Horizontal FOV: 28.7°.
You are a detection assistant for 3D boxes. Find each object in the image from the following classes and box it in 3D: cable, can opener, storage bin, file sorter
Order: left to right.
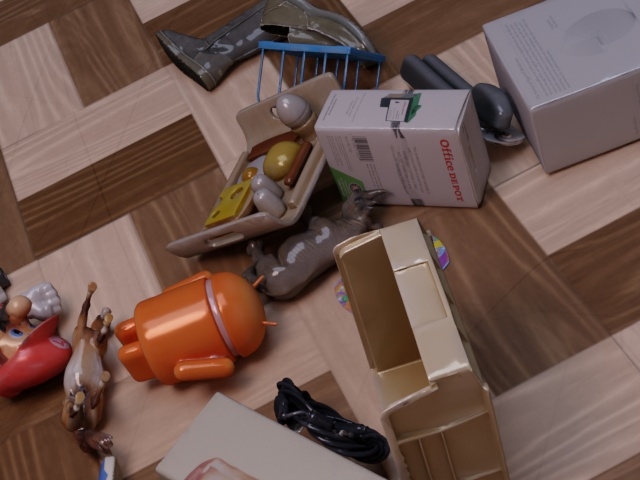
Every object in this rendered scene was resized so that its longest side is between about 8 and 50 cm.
[{"bbox_3d":[-0.002,-0.258,2.006,0.170,0.118,0.104,8,95,30],"label":"file sorter"},{"bbox_3d":[0.012,0.220,1.534,0.184,0.151,0.047,-156,90,-82],"label":"cable"},{"bbox_3d":[0.118,0.154,1.470,0.123,0.260,0.262,-17,44,2],"label":"storage bin"},{"bbox_3d":[0.220,-0.223,1.910,0.074,0.093,0.280,-3,30,-29],"label":"can opener"}]

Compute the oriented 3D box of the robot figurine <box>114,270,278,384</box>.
[{"bbox_3d":[-0.169,0.122,1.720,0.219,0.128,0.158,-21,9,3],"label":"robot figurine"}]

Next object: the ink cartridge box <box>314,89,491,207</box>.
[{"bbox_3d":[0.123,-0.134,1.814,0.220,0.160,0.092,3,49,24],"label":"ink cartridge box"}]

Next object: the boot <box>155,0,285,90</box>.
[{"bbox_3d":[-0.168,-0.373,2.233,0.208,0.076,0.190,-43,60,-9],"label":"boot"}]

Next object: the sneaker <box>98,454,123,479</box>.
[{"bbox_3d":[-0.301,0.347,1.607,0.085,0.058,0.152,-8,52,5],"label":"sneaker"}]

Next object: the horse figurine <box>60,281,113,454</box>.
[{"bbox_3d":[-0.319,0.185,1.726,0.066,0.174,0.263,7,57,-15],"label":"horse figurine"}]

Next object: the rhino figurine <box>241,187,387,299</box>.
[{"bbox_3d":[0.000,0.000,1.799,0.243,0.073,0.106,-35,38,-8],"label":"rhino figurine"}]

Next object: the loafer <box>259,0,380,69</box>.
[{"bbox_3d":[-0.004,-0.343,2.122,0.251,0.094,0.087,32,85,32],"label":"loafer"}]

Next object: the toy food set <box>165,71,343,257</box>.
[{"bbox_3d":[-0.100,-0.113,1.879,0.220,0.092,0.306,-17,36,40],"label":"toy food set"}]

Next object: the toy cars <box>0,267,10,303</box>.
[{"bbox_3d":[-0.595,0.118,1.935,0.177,0.087,0.393,-4,47,20],"label":"toy cars"}]

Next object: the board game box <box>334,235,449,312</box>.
[{"bbox_3d":[0.097,0.036,1.754,0.133,0.033,0.168,20,59,37],"label":"board game box"}]

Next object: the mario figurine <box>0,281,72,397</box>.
[{"bbox_3d":[-0.496,0.093,1.808,0.321,0.170,0.198,26,62,11],"label":"mario figurine"}]

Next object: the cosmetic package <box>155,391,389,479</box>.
[{"bbox_3d":[-0.030,0.314,1.456,0.296,0.153,0.129,21,61,38],"label":"cosmetic package"}]

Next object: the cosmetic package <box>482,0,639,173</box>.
[{"bbox_3d":[0.385,-0.246,1.825,0.225,0.138,0.224,-20,44,3],"label":"cosmetic package"}]
